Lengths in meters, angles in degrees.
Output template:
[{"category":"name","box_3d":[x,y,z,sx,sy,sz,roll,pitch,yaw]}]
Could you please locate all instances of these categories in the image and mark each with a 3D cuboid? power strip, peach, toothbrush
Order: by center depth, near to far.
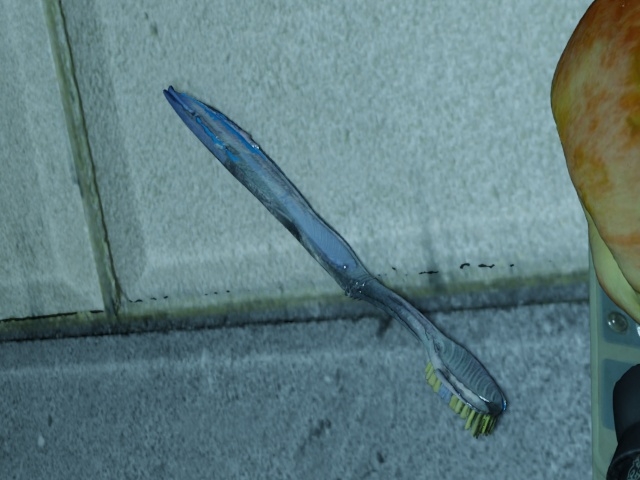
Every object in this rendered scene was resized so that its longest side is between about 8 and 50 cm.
[{"category":"peach","box_3d":[0.255,-0.056,0.891,0.256,0.232,0.232,-19,85,10]},{"category":"power strip","box_3d":[0.214,0.063,1.093,0.080,0.048,0.286,8,105,45]},{"category":"toothbrush","box_3d":[0.000,0.000,1.316,0.413,0.035,0.042,46,133,29]}]

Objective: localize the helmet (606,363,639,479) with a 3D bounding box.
[{"category":"helmet","box_3d":[0.249,0.201,0.923,0.279,0.160,0.230,40,158,-18]}]
